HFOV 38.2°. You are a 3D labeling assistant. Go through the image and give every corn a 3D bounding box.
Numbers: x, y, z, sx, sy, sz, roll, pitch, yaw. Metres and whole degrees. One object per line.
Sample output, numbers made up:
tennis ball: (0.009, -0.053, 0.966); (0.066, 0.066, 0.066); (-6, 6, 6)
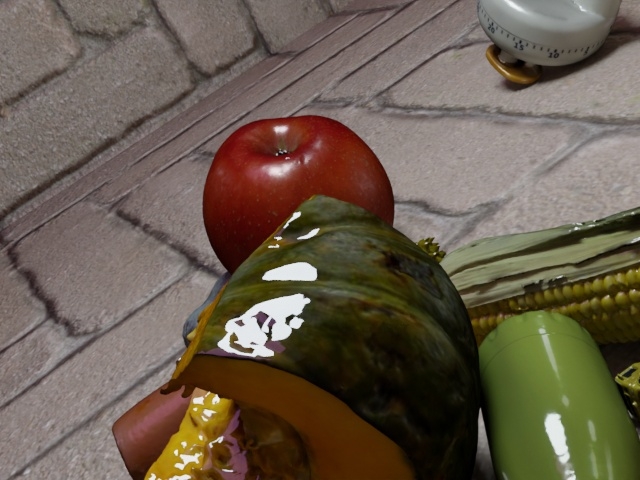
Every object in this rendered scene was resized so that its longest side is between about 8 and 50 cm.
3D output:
corn: (0.240, 0.037, 0.863); (0.305, 0.123, 0.122); (-13, 11, 42)

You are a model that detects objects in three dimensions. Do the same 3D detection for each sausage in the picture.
sausage: (-0.104, 0.175, 1.039); (0.259, 0.113, 0.113); (-33, 22, -7)

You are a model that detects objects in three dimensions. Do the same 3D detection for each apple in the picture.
apple: (-0.035, -0.051, 1.256); (0.261, 0.216, 0.260); (-10, 37, 8)

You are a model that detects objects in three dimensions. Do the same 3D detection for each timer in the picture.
timer: (0.382, -0.406, 1.523); (0.234, 0.240, 0.233); (4, 51, -5)

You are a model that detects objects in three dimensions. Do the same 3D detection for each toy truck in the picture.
toy truck: (0.286, 0.116, 0.759); (0.083, 0.049, 0.054); (-31, 14, -12)

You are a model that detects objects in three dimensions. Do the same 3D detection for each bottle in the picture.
bottle: (0.185, 0.159, 0.703); (0.112, 0.112, 0.260); (-25, 22, 13)

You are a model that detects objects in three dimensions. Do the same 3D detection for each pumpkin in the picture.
pumpkin: (0.005, 0.138, 0.752); (0.303, 0.256, 0.225); (-59, 7, 45)

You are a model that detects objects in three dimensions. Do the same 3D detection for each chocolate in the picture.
chocolate: (-0.134, 0.098, 1.292); (0.072, 0.072, 0.167); (-11, 29, 39)

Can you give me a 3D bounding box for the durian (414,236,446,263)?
durian: (0.079, 0.077, 0.996); (0.102, 0.146, 0.208); (40, 51, 22)
